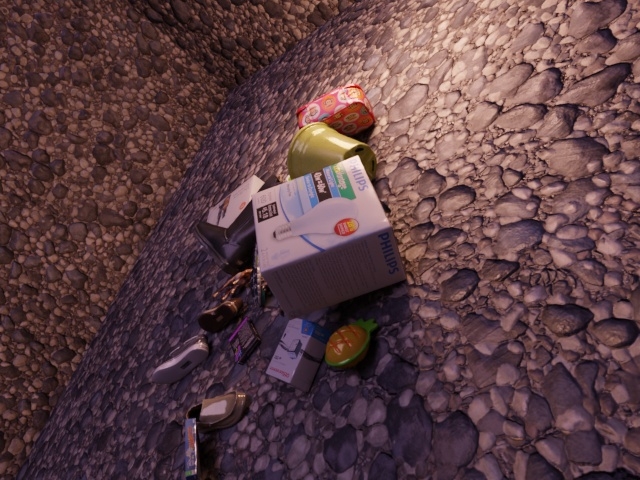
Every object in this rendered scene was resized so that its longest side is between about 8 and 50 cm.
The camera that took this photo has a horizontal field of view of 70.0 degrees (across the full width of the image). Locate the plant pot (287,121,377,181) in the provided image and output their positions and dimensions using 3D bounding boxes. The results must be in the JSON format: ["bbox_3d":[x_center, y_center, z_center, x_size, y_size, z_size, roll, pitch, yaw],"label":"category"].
[{"bbox_3d":[0.061,-0.284,1.695,0.254,0.276,0.276,25,80,46],"label":"plant pot"}]

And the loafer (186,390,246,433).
[{"bbox_3d":[-0.353,0.572,1.525,0.268,0.092,0.102,-35,36,27],"label":"loafer"}]

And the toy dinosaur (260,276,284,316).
[{"bbox_3d":[-0.096,0.130,1.607,0.200,0.127,0.296,-38,17,5],"label":"toy dinosaur"}]

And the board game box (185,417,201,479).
[{"bbox_3d":[-0.404,0.692,1.451,0.201,0.035,0.136,-114,21,-54],"label":"board game box"}]

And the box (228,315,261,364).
[{"bbox_3d":[-0.282,0.369,1.694,0.116,0.029,0.162,-52,30,4],"label":"box"}]

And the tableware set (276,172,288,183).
[{"bbox_3d":[-0.211,-0.241,2.187,0.141,0.020,0.169,-58,30,9],"label":"tableware set"}]

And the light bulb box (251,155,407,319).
[{"bbox_3d":[0.015,-0.016,1.346,0.361,0.225,0.358,-20,43,4],"label":"light bulb box"}]

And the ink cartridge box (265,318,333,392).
[{"bbox_3d":[-0.064,0.341,1.384,0.139,0.082,0.191,-2,57,52],"label":"ink cartridge box"}]

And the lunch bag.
[{"bbox_3d":[0.073,-0.491,1.870,0.293,0.258,0.120,-20,69,19],"label":"lunch bag"}]

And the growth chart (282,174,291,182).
[{"bbox_3d":[-0.092,-0.295,2.101,0.172,0.021,0.237,-54,31,2],"label":"growth chart"}]

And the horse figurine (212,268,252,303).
[{"bbox_3d":[-0.339,0.176,1.890,0.263,0.066,0.174,-35,5,44],"label":"horse figurine"}]

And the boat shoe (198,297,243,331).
[{"bbox_3d":[-0.403,0.303,1.883,0.257,0.095,0.095,-27,8,39],"label":"boat shoe"}]

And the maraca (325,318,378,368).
[{"bbox_3d":[0.084,0.274,1.244,0.127,0.099,0.185,-6,29,44],"label":"maraca"}]

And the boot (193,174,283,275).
[{"bbox_3d":[-0.337,-0.116,2.031,0.445,0.146,0.367,-52,54,7],"label":"boot"}]

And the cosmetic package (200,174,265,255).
[{"bbox_3d":[-0.444,-0.123,2.328,0.377,0.097,0.284,-32,40,30],"label":"cosmetic package"}]

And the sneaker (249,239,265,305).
[{"bbox_3d":[-0.208,0.119,1.769,0.107,0.110,0.275,157,122,-65],"label":"sneaker"}]

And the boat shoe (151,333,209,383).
[{"bbox_3d":[-0.580,0.488,1.896,0.301,0.108,0.102,-39,34,18],"label":"boat shoe"}]
